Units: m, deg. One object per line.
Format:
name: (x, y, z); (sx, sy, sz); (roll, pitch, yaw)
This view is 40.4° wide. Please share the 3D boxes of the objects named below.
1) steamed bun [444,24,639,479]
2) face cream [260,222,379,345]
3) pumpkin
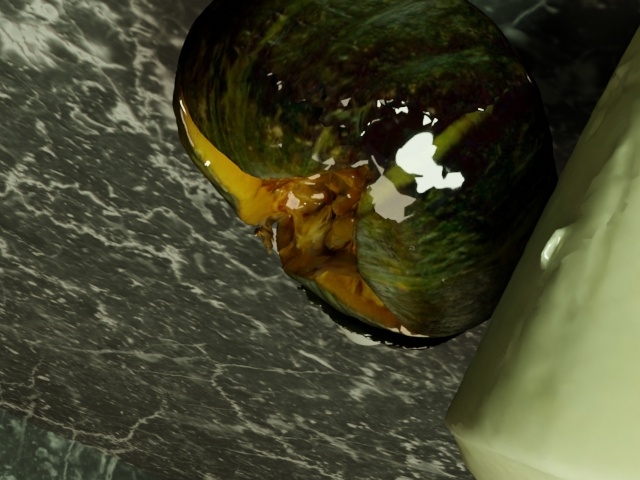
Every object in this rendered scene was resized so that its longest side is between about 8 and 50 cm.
steamed bun: (0.306, 0.074, 0.597); (0.290, 0.371, 0.456); (24, 170, 30)
face cream: (0.000, 0.000, 0.933); (0.092, 0.092, 0.311); (-2, 143, 30)
pumpkin: (0.033, -0.069, 0.660); (0.320, 0.192, 0.320); (36, 160, 15)
